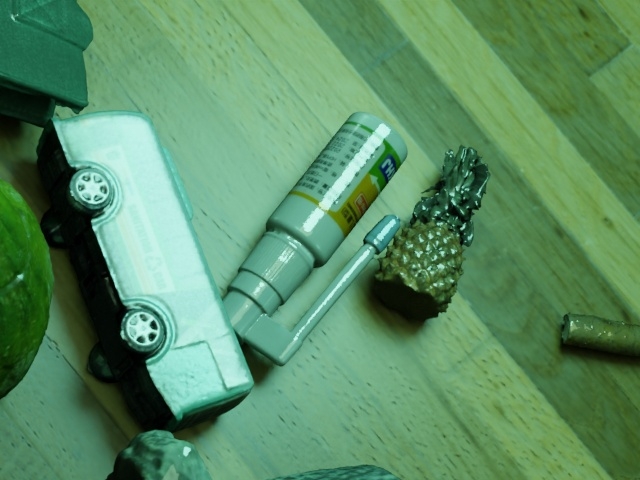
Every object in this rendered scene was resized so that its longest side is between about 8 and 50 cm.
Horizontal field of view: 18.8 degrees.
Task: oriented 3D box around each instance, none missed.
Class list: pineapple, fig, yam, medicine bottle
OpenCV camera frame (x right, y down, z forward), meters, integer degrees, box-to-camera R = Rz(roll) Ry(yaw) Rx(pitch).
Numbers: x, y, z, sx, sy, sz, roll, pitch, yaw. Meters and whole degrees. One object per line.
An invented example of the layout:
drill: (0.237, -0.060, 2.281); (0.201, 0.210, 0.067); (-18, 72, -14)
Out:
pineapple: (0.101, -0.012, 1.634); (0.074, 0.074, 0.159); (31, 60, -6)
fig: (-0.278, 0.018, 1.396); (0.203, 0.235, 0.203); (9, 63, -19)
yam: (0.277, 0.086, 1.678); (0.145, 0.032, 0.032); (7, 68, -16)
medicine bottle: (0.000, 0.000, 1.590); (0.092, 0.061, 0.221); (34, 70, 13)

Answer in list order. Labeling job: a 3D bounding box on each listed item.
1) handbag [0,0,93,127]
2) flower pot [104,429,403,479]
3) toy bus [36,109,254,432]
handbag: (-0.288, -0.265, 1.536); (0.238, 0.089, 0.327); (18, 59, -41)
flower pot: (-0.070, 0.272, 1.345); (0.282, 0.299, 0.299); (-8, 73, -28)
toy bus: (-0.144, 0.024, 1.521); (0.109, 0.091, 0.262); (-16, 78, -24)
